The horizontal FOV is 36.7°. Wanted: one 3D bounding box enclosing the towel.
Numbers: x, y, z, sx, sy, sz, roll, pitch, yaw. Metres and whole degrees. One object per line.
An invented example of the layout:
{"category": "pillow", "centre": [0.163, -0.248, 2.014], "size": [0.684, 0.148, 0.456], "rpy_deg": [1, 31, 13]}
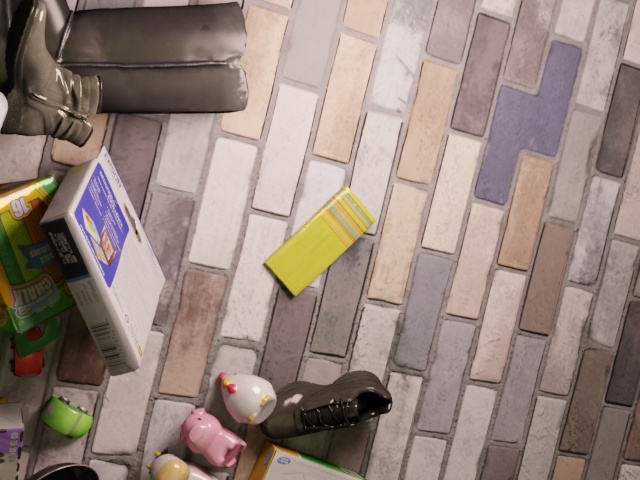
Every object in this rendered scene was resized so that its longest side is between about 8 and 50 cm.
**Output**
{"category": "towel", "centre": [0.000, 0.000, 1.987], "size": [0.237, 0.021, 0.102], "rpy_deg": [-43, 105, -11]}

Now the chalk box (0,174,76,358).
{"category": "chalk box", "centre": [-0.523, 0.056, 1.654], "size": [0.180, 0.179, 0.289], "rpy_deg": [-34, 111, -46]}

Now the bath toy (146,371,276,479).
{"category": "bath toy", "centre": [-0.233, 0.398, 1.891], "size": [0.348, 0.129, 0.151], "rpy_deg": [-52, 157, -6]}

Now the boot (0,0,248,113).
{"category": "boot", "centre": [-0.348, -0.400, 1.705], "size": [0.445, 0.146, 0.367], "rpy_deg": [-2, 110, -17]}

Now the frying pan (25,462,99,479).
{"category": "frying pan", "centre": [-0.551, 0.521, 1.763], "size": [0.326, 0.053, 0.197], "rpy_deg": [-36, 144, -19]}

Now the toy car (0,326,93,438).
{"category": "toy car", "centre": [-0.521, 0.303, 1.788], "size": [0.225, 0.053, 0.239], "rpy_deg": [34, 84, -23]}

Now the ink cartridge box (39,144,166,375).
{"category": "ink cartridge box", "centre": [-0.371, 0.027, 1.681], "size": [0.072, 0.307, 0.303], "rpy_deg": [-18, 115, 5]}

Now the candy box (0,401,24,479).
{"category": "candy box", "centre": [-0.618, 0.382, 1.705], "size": [0.165, 0.070, 0.196], "rpy_deg": [1, 126, -23]}

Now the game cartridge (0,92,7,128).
{"category": "game cartridge", "centre": [-0.619, -0.120, 1.568], "size": [0.060, 0.196, 0.294], "rpy_deg": [31, 80, -40]}

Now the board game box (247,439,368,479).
{"category": "board game box", "centre": [-0.068, 0.605, 2.015], "size": [0.242, 0.064, 0.316], "rpy_deg": [26, 87, -24]}

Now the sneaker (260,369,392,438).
{"category": "sneaker", "centre": [0.016, 0.343, 1.980], "size": [0.286, 0.130, 0.109], "rpy_deg": [-16, 105, -19]}

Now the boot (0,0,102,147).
{"category": "boot", "centre": [-0.441, -0.279, 1.608], "size": [0.161, 0.083, 0.246], "rpy_deg": [3, 118, -31]}
